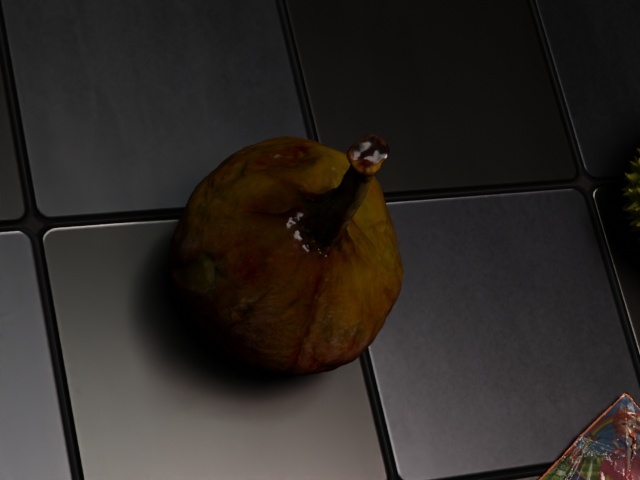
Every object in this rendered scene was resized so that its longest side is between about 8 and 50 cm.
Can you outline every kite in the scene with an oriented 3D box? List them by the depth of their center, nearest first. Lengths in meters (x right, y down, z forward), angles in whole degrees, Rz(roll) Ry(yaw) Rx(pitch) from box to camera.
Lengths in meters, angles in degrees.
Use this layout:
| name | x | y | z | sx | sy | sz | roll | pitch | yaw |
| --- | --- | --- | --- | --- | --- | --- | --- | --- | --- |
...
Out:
| name | x | y | z | sx | sy | sz | roll | pitch | yaw |
| --- | --- | --- | --- | --- | --- | --- | --- | --- | --- |
| kite | 0.255 | 0.203 | 1.377 | 0.190 | 0.010 | 0.159 | 10 | 66 | -15 |

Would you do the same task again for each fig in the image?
| name | x | y | z | sx | sy | sz | roll | pitch | yaw |
| --- | --- | --- | --- | --- | --- | --- | --- | --- | --- |
| fig | -0.029 | -0.016 | 1.225 | 0.191 | 0.290 | 0.190 | -3 | 66 | 6 |

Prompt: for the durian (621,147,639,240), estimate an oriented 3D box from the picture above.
| name | x | y | z | sx | sy | sz | roll | pitch | yaw |
| --- | --- | --- | --- | --- | --- | --- | --- | --- | --- |
| durian | 0.340 | -0.061 | 1.443 | 0.146 | 0.159 | 0.198 | 15 | 58 | -1 |
